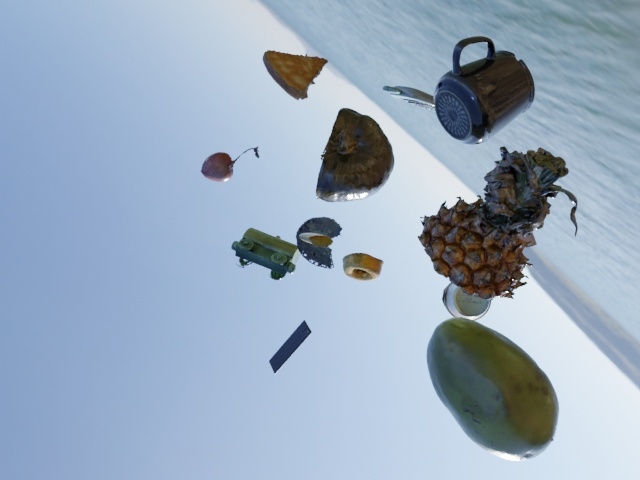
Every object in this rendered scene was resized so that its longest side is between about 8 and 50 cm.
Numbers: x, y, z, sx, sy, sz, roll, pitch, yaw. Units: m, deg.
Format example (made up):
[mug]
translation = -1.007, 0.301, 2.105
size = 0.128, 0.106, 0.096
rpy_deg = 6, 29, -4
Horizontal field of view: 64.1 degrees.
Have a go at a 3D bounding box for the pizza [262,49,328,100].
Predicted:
[pizza]
translation = -0.059, -0.490, 1.489
size = 0.199, 0.062, 0.188
rpy_deg = -25, -107, -30

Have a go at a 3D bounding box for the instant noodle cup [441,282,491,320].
[instant noodle cup]
translation = 0.495, 0.195, 1.708
size = 0.168, 0.168, 0.185
rpy_deg = 46, -176, 13

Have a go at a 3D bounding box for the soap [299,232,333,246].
[soap]
translation = -0.010, -0.004, 1.629
size = 0.089, 0.033, 0.168
rpy_deg = -1, -172, -23

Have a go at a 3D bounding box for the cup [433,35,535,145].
[cup]
translation = 0.344, -0.326, 1.083
size = 0.169, 0.177, 0.223
rpy_deg = 50, 164, 51

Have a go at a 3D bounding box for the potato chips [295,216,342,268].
[potato chips]
translation = -0.002, 0.001, 1.982
size = 0.202, 0.219, 0.029
rpy_deg = 38, -148, 14

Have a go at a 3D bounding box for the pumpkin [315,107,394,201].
[pumpkin]
translation = 0.124, -0.271, 1.653
size = 0.232, 0.324, 0.242
rpy_deg = 11, 165, 9

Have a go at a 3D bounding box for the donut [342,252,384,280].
[donut]
translation = 0.185, 0.122, 2.256
size = 0.190, 0.174, 0.074
rpy_deg = 35, -126, -46

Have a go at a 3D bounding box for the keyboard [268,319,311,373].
[keyboard]
translation = -0.102, 0.353, 1.691
size = 0.010, 0.198, 0.063
rpy_deg = 29, -163, -40

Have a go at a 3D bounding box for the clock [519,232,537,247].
[clock]
translation = 0.589, 0.014, 1.672
size = 0.150, 0.197, 0.063
rpy_deg = 2, -109, -75

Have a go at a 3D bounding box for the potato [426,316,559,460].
[potato]
translation = 0.346, 0.296, 1.046
size = 0.216, 0.216, 0.304
rpy_deg = 19, -147, -56

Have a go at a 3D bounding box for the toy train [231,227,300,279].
[toy train]
translation = -0.232, 0.056, 2.229
size = 0.308, 0.126, 0.189
rpy_deg = 21, -143, 15

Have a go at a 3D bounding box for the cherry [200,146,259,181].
[cherry]
translation = -0.317, -0.269, 1.823
size = 0.090, 0.226, 0.106
rpy_deg = -167, 63, -68

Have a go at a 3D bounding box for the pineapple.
[pineapple]
translation = 0.357, -0.057, 0.998
size = 0.263, 0.271, 0.262
rpy_deg = 14, -136, -14

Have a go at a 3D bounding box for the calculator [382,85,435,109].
[calculator]
translation = 0.367, -0.531, 1.912
size = 0.299, 0.041, 0.185
rpy_deg = 12, -167, -27
